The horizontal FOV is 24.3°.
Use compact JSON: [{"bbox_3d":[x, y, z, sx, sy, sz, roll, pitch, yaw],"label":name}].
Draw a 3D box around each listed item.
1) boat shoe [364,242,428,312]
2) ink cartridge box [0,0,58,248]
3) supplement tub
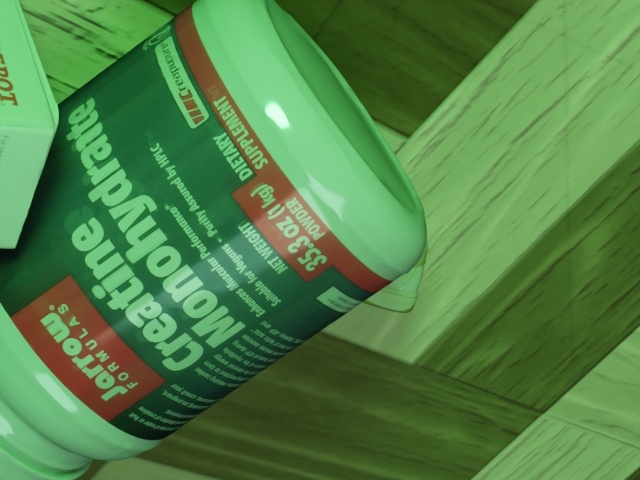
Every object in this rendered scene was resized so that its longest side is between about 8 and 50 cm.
[{"bbox_3d":[0.000,0.000,0.986,0.170,0.063,0.059,16,101,-35],"label":"boat shoe"},{"bbox_3d":[-0.246,-0.075,0.720,0.203,0.148,0.086,5,129,-28],"label":"ink cartridge box"},{"bbox_3d":[-0.095,0.003,0.839,0.272,0.191,0.191,-35,137,11],"label":"supplement tub"}]
